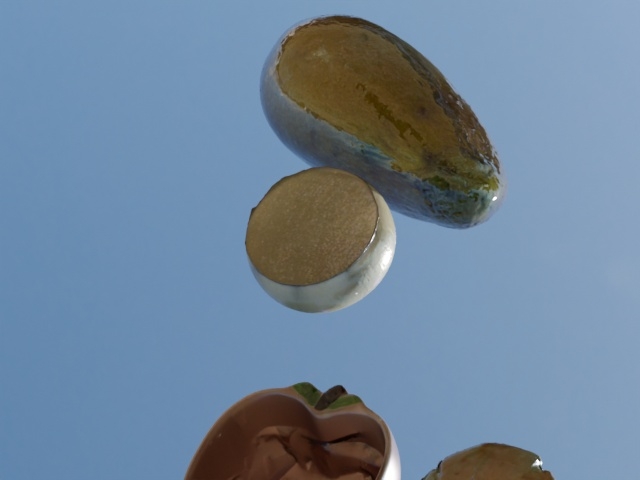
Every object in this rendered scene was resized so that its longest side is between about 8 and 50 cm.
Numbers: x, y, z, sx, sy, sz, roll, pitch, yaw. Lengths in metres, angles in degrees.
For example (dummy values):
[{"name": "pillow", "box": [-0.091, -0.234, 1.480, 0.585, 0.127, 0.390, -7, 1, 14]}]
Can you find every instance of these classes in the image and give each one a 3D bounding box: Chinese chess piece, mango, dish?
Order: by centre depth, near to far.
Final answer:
[{"name": "Chinese chess piece", "box": [0.000, 0.000, 1.314, 0.122, 0.051, 0.122, -11, -126, 15]}, {"name": "dish", "box": [-0.017, 0.230, 1.467, 0.213, 0.090, 0.213, -19, -138, 18]}, {"name": "mango", "box": [0.063, -0.103, 1.473, 0.316, 0.193, 0.146, 39, -79, 46]}]

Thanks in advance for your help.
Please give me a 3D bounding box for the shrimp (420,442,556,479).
[{"name": "shrimp", "box": [0.117, 0.290, 1.276, 0.145, 0.061, 0.267, 2, -99, 25]}]
